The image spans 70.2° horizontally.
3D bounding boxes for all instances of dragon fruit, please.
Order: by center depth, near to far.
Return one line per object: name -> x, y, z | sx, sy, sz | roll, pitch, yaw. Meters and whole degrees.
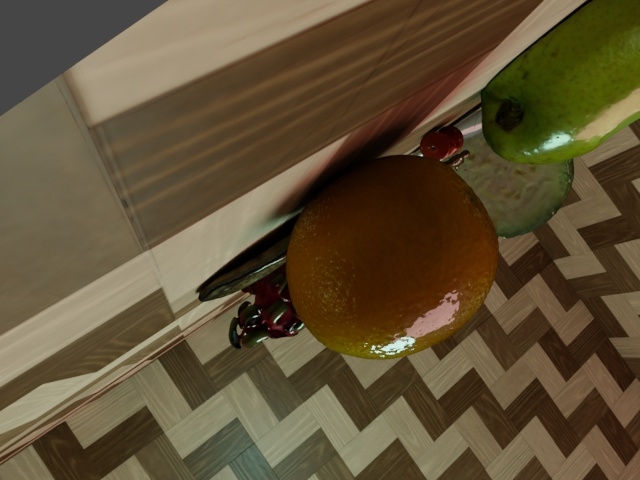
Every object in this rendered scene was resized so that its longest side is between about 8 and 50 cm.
dragon fruit -> -0.086, 0.128, 1.032 | 0.273, 0.218, 0.198 | -29, 130, -26

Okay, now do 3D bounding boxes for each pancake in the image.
pancake -> -0.070, 0.026, 0.693 | 0.250, 0.031, 0.250 | -31, 178, -1

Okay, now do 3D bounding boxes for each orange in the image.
orange -> 0.074, 0.020, 0.505 | 0.236, 0.236, 0.236 | -35, 178, -1

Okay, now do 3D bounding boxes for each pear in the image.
pear -> 0.341, -0.197, 0.585 | 0.292, 0.159, 0.292 | -32, 179, -1

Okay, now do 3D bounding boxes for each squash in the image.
squash -> 0.385, -0.143, 1.022 | 0.263, 0.263, 0.384 | -35, 177, 17

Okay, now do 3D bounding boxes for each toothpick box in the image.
toothpick box -> 0.184, -0.147, 0.693 | 0.047, 0.047, 0.083 | -36, 177, 37

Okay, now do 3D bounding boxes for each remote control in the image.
remote control -> 0.266, -0.200, 0.795 | 0.229, 0.044, 0.073 | -34, 180, 7

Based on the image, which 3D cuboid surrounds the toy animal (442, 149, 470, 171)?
toy animal -> 0.142, -0.095, 0.790 | 0.224, 0.066, 0.230 | -35, 168, 28
